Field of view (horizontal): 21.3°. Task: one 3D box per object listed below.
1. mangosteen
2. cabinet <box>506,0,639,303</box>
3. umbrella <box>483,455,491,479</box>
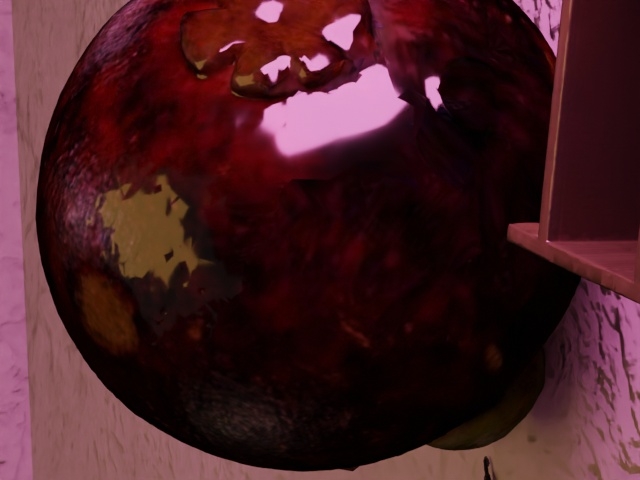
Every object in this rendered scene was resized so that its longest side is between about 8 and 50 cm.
[{"bbox_3d":[0.000,0.000,0.954,0.359,0.306,0.306,81,172,-49],"label":"mangosteen"},{"bbox_3d":[0.182,-0.061,0.647,0.215,0.148,0.174,-149,60,-65],"label":"cabinet"},{"bbox_3d":[0.109,0.204,1.038,0.022,0.022,0.148,-24,60,22],"label":"umbrella"}]
